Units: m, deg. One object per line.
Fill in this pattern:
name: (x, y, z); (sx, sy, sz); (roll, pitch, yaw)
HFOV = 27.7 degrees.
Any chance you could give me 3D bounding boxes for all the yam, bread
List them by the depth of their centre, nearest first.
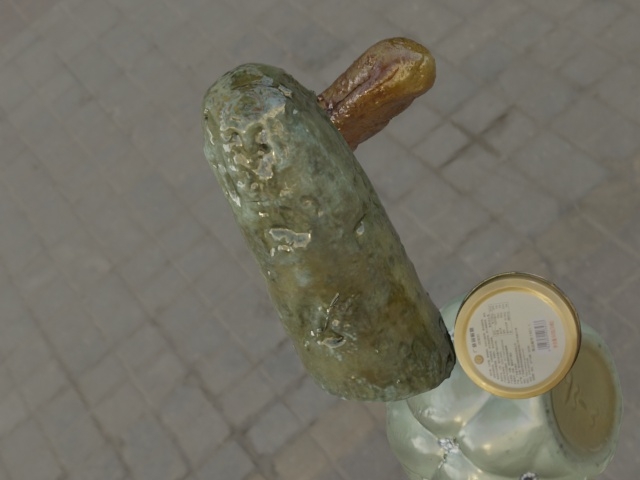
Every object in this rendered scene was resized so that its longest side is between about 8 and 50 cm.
yam: (0.000, 0.000, 1.080); (0.133, 0.330, 0.133); (-20, 30, 12)
bread: (0.022, -0.159, 1.694); (0.344, 0.124, 0.084); (-37, 69, 48)

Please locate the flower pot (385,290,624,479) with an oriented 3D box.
flower pot: (0.192, 0.169, 1.344); (0.195, 0.246, 0.246); (-12, 45, 43)

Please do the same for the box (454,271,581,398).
box: (0.163, 0.078, 1.075); (0.105, 0.105, 0.037); (-24, 1, 15)
